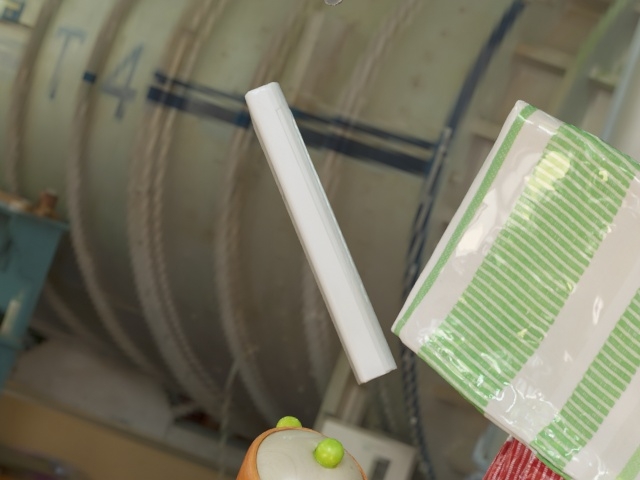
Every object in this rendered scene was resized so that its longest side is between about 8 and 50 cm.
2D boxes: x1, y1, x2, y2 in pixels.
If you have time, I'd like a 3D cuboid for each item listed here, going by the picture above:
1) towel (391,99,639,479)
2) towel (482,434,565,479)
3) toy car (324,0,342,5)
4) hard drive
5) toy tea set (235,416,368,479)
[{"bbox_3d":[0.214,0.067,1.161,0.038,0.247,0.325,6,28,-49],"label":"towel"},{"bbox_3d":[0.208,0.336,1.314,0.237,0.329,0.037,28,-6,15],"label":"towel"},{"bbox_3d":[0.037,-0.239,0.963,0.149,0.188,0.155,22,7,-25],"label":"toy car"},{"bbox_3d":[0.000,0.000,1.574,0.040,0.307,0.203,-23,-6,-2],"label":"hard drive"},{"bbox_3d":[0.014,0.255,0.987,0.336,0.124,0.200,45,37,19],"label":"toy tea set"}]
